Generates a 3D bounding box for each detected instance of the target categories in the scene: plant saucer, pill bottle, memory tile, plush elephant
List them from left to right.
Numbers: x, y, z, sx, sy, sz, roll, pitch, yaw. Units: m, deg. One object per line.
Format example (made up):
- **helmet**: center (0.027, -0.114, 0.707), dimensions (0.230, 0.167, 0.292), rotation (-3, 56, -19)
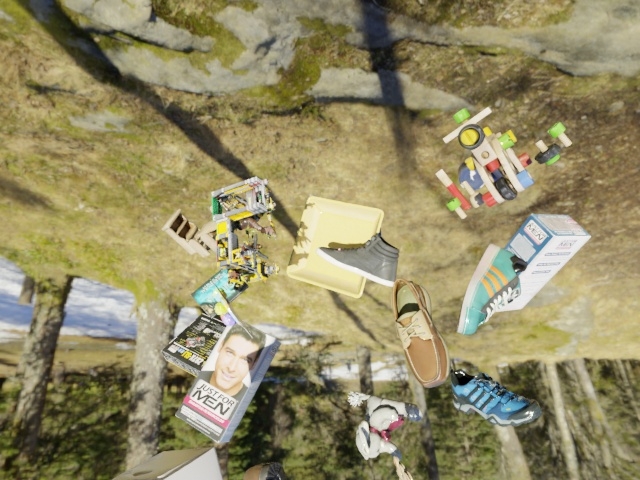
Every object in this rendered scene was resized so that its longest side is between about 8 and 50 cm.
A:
- **plant saucer**: center (0.063, 0.021, 1.631), dimensions (0.332, 0.333, 0.081), rotation (14, 176, 28)
- **plush elephant**: center (0.254, 0.794, 1.778), dimensions (0.330, 0.255, 0.272), rotation (8, 159, 13)
- **memory tile**: center (0.245, 0.694, 1.200), dimensions (0.012, 0.148, 0.113), rotation (-19, -169, -13)
- **pill bottle**: center (0.653, -0.290, 1.842), dimensions (0.112, 0.112, 0.187), rotation (-14, -163, 20)

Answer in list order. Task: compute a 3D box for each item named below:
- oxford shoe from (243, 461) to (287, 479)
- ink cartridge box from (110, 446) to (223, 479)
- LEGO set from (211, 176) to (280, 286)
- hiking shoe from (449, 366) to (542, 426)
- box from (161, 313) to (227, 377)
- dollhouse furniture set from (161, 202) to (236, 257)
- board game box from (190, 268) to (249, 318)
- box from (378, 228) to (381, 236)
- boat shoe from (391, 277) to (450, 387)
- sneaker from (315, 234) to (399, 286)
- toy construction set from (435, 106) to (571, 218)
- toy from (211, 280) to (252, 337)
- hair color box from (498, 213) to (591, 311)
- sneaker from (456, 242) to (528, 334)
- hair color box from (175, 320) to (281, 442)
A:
- **oxford shoe**: center (-0.107, 0.570, 0.853), dimensions (0.096, 0.227, 0.083), rotation (-20, 160, 25)
- **ink cartridge box**: center (-0.275, 0.529, 0.773), dimensions (0.171, 0.233, 0.168), rotation (-22, 171, 30)
- **LEGO set**: center (-0.189, -0.034, 1.299), dimensions (0.192, 0.331, 0.255), rotation (-15, 151, 21)
- **hiking shoe**: center (0.520, 0.479, 1.316), dimensions (0.113, 0.132, 0.304), rotation (-19, -177, -35)
- **box**: center (-0.498, 0.474, 1.886), dimensions (0.322, 0.257, 0.079), rotation (13, 133, 31)
- **dollhouse furniture set**: center (-0.471, -0.060, 1.674), dimensions (0.242, 0.212, 0.161), rotation (-20, 125, 33)
- **board game box**: center (-0.389, 0.195, 1.649), dimensions (0.186, 0.126, 0.026), rotation (-42, 169, -19)
- **box**: center (0.226, -0.010, 2.203), dimensions (0.183, 0.059, 0.233), rotation (-24, 125, -16)
- **boat shoe**: center (0.260, 0.245, 1.193), dimensions (0.122, 0.324, 0.120), rotation (-33, 131, 23)
- **sneaker**: center (0.135, 0.038, 1.441), dimensions (0.295, 0.147, 0.104), rotation (20, -175, 20)
- **toy construction set**: center (0.402, -0.217, 1.094), dimensions (0.257, 0.237, 0.309), rotation (-41, -178, -32)
- **toy**: center (-0.311, 0.231, 1.399), dimensions (0.056, 0.237, 0.137), rotation (-36, 123, -9)
- **hair color box**: center (0.653, 0.078, 1.349), dimensions (0.173, 0.105, 0.347), rotation (0, 134, -27)
- **sneaker**: center (0.447, 0.130, 1.095), dimensions (0.121, 0.302, 0.108), rotation (22, 144, 24)
- **hair color box**: center (-0.313, 0.479, 1.489), dimensions (0.185, 0.374, 0.113), rotation (23, 162, 16)
